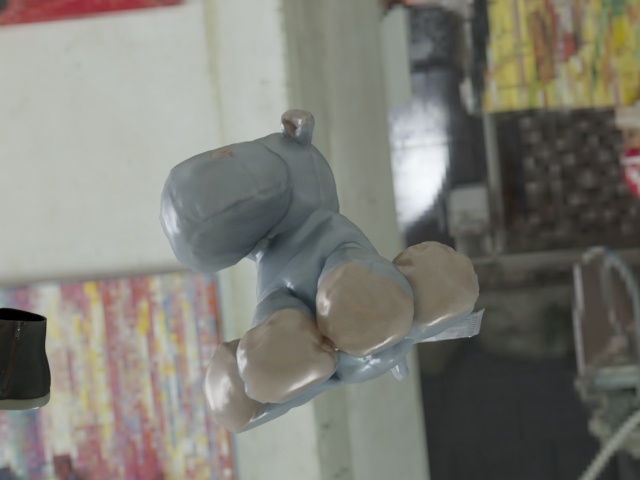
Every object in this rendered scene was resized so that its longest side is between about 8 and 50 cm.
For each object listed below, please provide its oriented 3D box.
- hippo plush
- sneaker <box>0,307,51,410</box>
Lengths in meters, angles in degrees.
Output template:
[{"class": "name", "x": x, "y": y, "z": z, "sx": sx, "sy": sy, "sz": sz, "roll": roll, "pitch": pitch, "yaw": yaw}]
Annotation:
[{"class": "hippo plush", "x": 0.000, "y": 0.000, "z": 1.370, "sx": 0.294, "sy": 0.236, "sz": 0.234, "roll": -13, "pitch": 162, "yaw": -47}, {"class": "sneaker", "x": -0.437, "y": 0.140, "z": 1.945, "sx": 0.222, "sy": 0.118, "sz": 0.083, "roll": -1, "pitch": -163, "yaw": -15}]
